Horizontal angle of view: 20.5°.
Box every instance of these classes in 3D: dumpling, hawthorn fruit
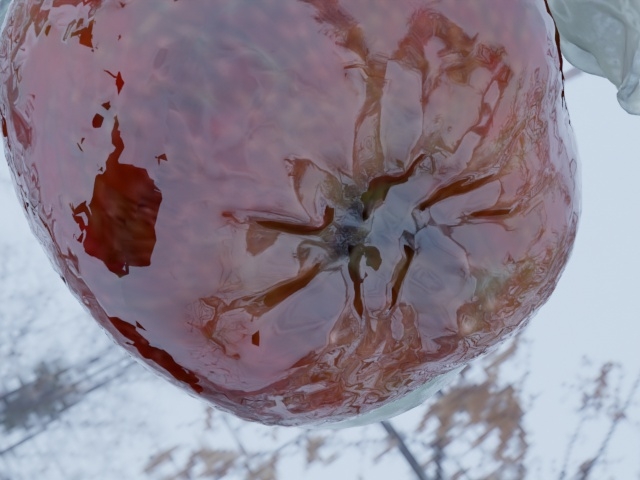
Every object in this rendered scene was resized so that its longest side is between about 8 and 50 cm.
[{"bbox_3d":[0.178,-0.136,1.030,0.108,0.188,0.127,1,-87,9],"label":"dumpling"},{"bbox_3d":[-0.028,-0.058,0.859,0.299,0.275,0.275,31,-56,34],"label":"hawthorn fruit"}]

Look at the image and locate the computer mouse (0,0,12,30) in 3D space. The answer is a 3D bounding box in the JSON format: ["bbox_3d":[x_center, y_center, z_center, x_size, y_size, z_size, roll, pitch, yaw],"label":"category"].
[{"bbox_3d":[-0.166,-0.150,1.527,0.197,0.331,0.095,-40,-109,19],"label":"computer mouse"}]

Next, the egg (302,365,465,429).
[{"bbox_3d":[0.000,0.000,1.211,0.258,0.352,0.259,-2,-95,22],"label":"egg"}]
